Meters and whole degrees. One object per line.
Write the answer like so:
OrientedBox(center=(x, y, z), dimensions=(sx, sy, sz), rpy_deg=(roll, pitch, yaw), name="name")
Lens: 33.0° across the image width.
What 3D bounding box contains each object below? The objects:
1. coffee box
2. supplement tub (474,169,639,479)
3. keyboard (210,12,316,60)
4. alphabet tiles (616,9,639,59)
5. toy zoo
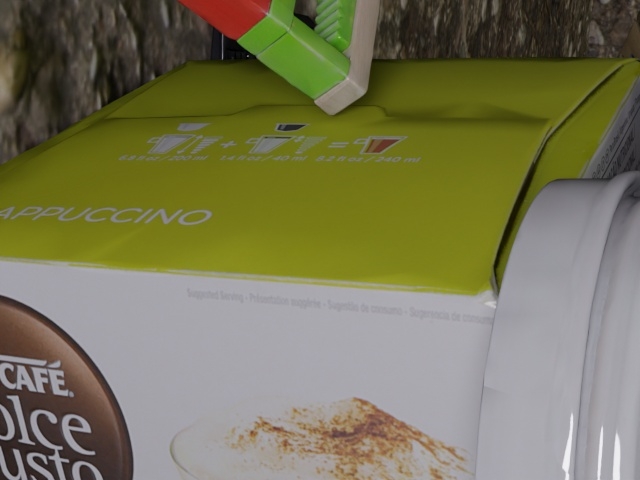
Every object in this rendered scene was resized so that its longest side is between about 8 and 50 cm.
OrientedBox(center=(0.003, 0.091, 0.645), dimensions=(0.338, 0.337, 0.334), rpy_deg=(-45, 133, -55), name="coffee box")
OrientedBox(center=(0.239, 0.084, 0.357), dimensions=(0.241, 0.331, 0.241), rpy_deg=(-13, 104, -63), name="supplement tub")
OrientedBox(center=(-0.043, -0.139, 0.899), dimensions=(0.180, 0.023, 0.108), rpy_deg=(-15, 112, -66), name="keyboard")
OrientedBox(center=(0.223, 0.014, 0.667), dimensions=(0.342, 0.011, 0.285), rpy_deg=(90, -10, -67), name="alphabet tiles")
OrientedBox(center=(-0.079, -0.216, 0.562), dimensions=(0.293, 0.030, 0.192), rpy_deg=(33, 46, -29), name="toy zoo")
